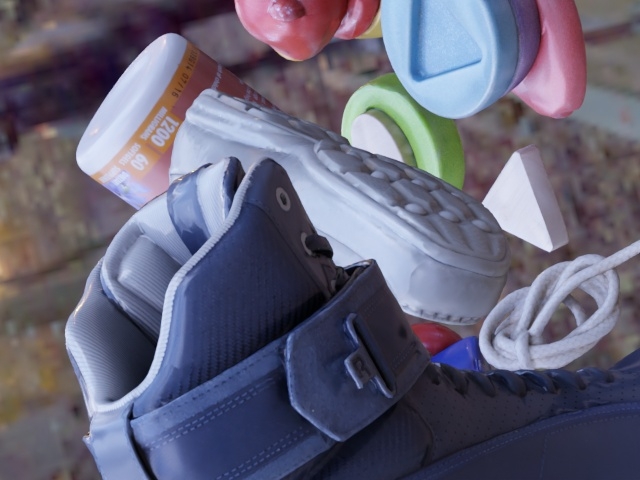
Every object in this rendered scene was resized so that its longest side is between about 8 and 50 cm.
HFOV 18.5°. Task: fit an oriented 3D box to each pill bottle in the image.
[{"bbox_3d":[-0.059,-0.043,1.432,0.216,0.121,0.121,35,-179,-15],"label":"pill bottle"}]

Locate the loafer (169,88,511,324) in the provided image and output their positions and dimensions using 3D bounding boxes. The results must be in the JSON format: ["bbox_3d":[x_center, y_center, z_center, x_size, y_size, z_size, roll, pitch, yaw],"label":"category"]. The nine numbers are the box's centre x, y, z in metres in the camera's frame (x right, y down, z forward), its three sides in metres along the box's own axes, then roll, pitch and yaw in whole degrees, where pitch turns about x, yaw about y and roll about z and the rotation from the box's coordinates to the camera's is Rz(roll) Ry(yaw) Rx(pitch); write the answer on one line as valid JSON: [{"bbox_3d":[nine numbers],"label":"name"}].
[{"bbox_3d":[0.000,0.000,1.076,0.319,0.112,0.111,30,103,63],"label":"loafer"}]

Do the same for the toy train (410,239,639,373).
[{"bbox_3d":[0.079,0.108,0.828,0.143,0.248,0.105,49,-161,-27],"label":"toy train"}]

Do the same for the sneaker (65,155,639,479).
[{"bbox_3d":[0.029,0.036,0.565,0.086,0.226,0.163,-32,90,44],"label":"sneaker"}]

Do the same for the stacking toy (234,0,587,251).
[{"bbox_3d":[0.061,-0.119,1.585,0.309,0.130,0.280,17,122,48],"label":"stacking toy"}]
